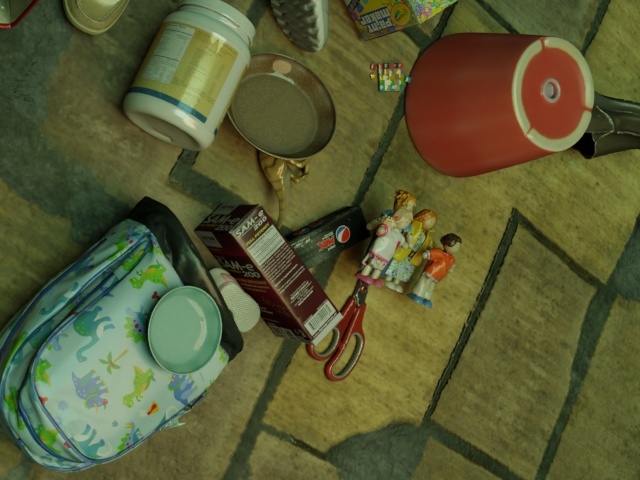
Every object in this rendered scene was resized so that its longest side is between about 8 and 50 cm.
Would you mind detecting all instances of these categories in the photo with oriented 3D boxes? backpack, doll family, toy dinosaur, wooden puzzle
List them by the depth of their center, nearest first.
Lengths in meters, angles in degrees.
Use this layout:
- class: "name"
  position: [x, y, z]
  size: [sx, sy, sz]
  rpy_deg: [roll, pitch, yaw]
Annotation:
- class: "backpack"
  position: [-0.296, 0.157, 1.384]
  size: [0.355, 0.273, 0.290]
  rpy_deg: [-31, 115, -15]
- class: "toy dinosaur"
  position: [-0.066, -0.110, 1.610]
  size: [0.112, 0.064, 0.211]
  rpy_deg: [-14, 81, -25]
- class: "doll family"
  position: [0.136, 0.001, 1.694]
  size: [0.263, 0.118, 0.163]
  rpy_deg: [23, 95, -51]
- class: "wooden puzzle"
  position: [0.125, -0.290, 1.748]
  size: [0.083, 0.006, 0.049]
  rpy_deg: [-6, 98, -24]

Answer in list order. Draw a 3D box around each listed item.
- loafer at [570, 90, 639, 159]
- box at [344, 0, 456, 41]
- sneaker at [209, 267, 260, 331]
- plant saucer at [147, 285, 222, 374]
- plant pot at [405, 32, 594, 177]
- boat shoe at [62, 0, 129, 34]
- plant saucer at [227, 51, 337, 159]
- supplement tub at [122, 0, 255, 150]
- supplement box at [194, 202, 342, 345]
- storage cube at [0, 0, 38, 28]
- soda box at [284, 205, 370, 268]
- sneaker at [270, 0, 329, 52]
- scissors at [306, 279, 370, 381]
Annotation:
- class: "loafer"
  position: [0.545, -0.222, 1.967]
  size: [0.366, 0.134, 0.130]
  rpy_deg: [13, 90, -23]
- class: "box"
  position: [0.159, -0.534, 1.653]
  size: [0.290, 0.177, 0.279]
  rpy_deg: [-36, 108, -24]
- class: "sneaker"
  position: [-0.143, 0.090, 1.577]
  size: [0.051, 0.070, 0.134]
  rpy_deg: [-40, 143, -9]
- class: "plant saucer"
  position: [-0.186, 0.120, 1.324]
  size: [0.119, 0.021, 0.119]
  rpy_deg: [-1, 91, -42]
- class: "plant pot"
  position: [0.328, -0.250, 1.747]
  size: [0.275, 0.243, 0.275]
  rpy_deg: [-1, 92, -32]
- class: "boat shoe"
  position: [-0.283, -0.444, 1.431]
  size: [0.109, 0.098, 0.302]
  rpy_deg: [28, 77, -30]
- class: "plant saucer"
  position: [-0.068, -0.210, 1.583]
  size: [0.198, 0.036, 0.199]
  rpy_deg: [12, 61, -23]
- class: "supplement tub"
  position: [-0.192, -0.250, 1.471]
  size: [0.144, 0.144, 0.200]
  rpy_deg: [31, 75, -30]
- class: "supplement box"
  position: [-0.082, 0.053, 1.564]
  size: [0.073, 0.130, 0.239]
  rpy_deg: [-45, 113, -23]
- class: "storage cube"
  position: [-0.467, -0.391, 1.255]
  size: [0.183, 0.215, 0.193]
  rpy_deg: [-5, 88, -32]
- class: "soda box"
  position: [0.000, 0.000, 1.659]
  size: [0.169, 0.053, 0.060]
  rpy_deg: [-27, 107, -29]
- class: "sneaker"
  position: [-0.011, -0.433, 1.564]
  size: [0.115, 0.105, 0.281]
  rpy_deg: [-37, 138, -34]
- class: "scissors"
  position: [0.073, 0.105, 1.734]
  size: [0.109, 0.021, 0.297]
  rpy_deg: [40, 70, -25]
